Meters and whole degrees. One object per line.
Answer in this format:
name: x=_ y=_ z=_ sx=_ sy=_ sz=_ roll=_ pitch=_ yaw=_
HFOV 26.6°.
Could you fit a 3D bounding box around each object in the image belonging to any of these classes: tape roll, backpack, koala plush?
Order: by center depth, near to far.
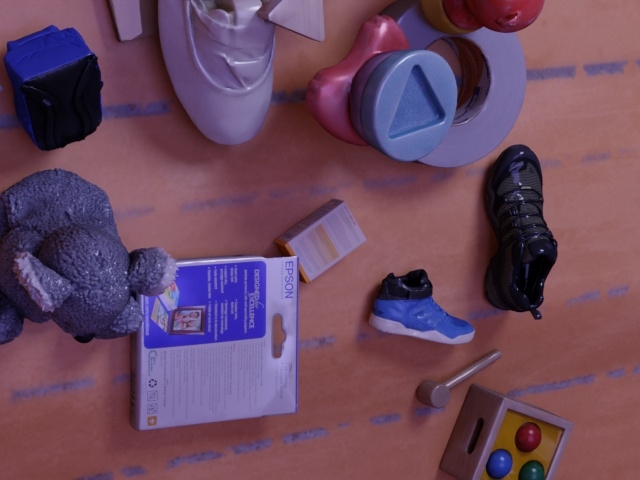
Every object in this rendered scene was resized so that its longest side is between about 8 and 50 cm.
koala plush: x=-0.270 y=0.030 z=1.466 sx=0.196 sy=0.221 sz=0.203 roll=-2 pitch=99 yaw=-25
backpack: x=-0.292 y=-0.169 z=1.493 sx=0.098 sy=0.101 sz=0.120 roll=-22 pitch=140 yaw=-17
tape roll: x=0.150 y=-0.203 z=1.712 sx=0.219 sy=0.072 sz=0.219 roll=-5 pitch=101 yaw=-26

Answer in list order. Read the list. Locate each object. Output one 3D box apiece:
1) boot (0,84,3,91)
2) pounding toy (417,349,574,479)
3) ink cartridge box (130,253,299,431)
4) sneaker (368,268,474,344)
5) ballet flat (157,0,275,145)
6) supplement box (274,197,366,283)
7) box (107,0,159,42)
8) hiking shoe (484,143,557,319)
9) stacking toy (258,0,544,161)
boot: x=-0.435 y=-0.200 z=1.442 sx=0.190 sy=0.069 sz=0.086 roll=43 pitch=86 yaw=-17
pounding toy: x=0.232 y=0.242 z=1.813 sx=0.206 sy=0.094 sz=0.181 roll=22 pitch=89 yaw=-27
ink cartridge box: x=-0.128 y=0.121 z=1.647 sx=0.208 sy=0.045 sz=0.206 roll=-3 pitch=100 yaw=-23
sneaker: x=0.142 y=0.083 z=1.763 sx=0.152 sy=0.058 sz=0.084 roll=11 pitch=102 yaw=-20
ballet flat: x=-0.111 y=-0.298 z=1.515 sx=0.139 sy=0.139 sz=0.400 roll=-12 pitch=104 yaw=-24
supplement box: x=0.000 y=0.000 z=1.693 sx=0.098 sy=0.036 sz=0.062 roll=-35 pitch=111 yaw=-16
box: x=-0.181 y=-0.345 z=1.558 sx=0.164 sy=0.021 sz=0.201 roll=-19 pitch=106 yaw=-22
hiking shoe: x=0.276 y=-0.012 z=1.780 sx=0.086 sy=0.114 sz=0.226 roll=-6 pitch=101 yaw=-25
stacking toy: x=0.107 y=-0.257 z=1.530 sx=0.309 sy=0.130 sz=0.279 roll=-55 pitch=132 yaw=-9
